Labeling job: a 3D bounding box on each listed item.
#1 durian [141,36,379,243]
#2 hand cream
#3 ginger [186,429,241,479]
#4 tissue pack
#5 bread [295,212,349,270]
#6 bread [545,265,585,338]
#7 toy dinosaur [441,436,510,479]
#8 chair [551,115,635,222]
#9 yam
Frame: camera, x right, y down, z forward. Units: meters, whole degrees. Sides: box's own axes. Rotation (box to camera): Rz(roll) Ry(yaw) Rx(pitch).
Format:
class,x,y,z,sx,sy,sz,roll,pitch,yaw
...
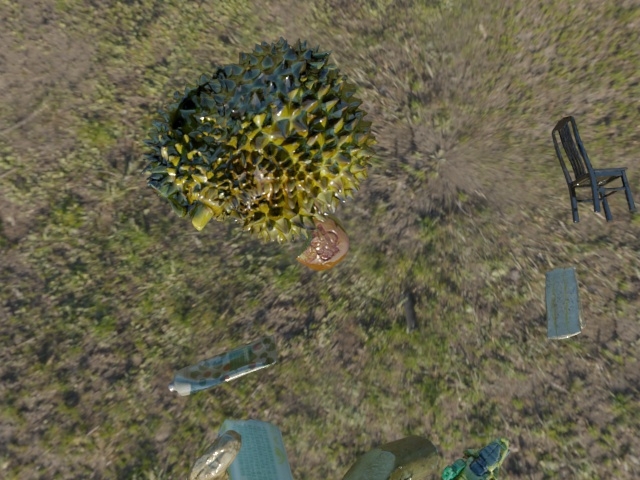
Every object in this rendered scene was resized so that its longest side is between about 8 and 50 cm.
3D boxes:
class,x,y,z,sx,sy,sz,roll,pitch,yaw
durian,-0.079,-0.125,0.934,0.292,0.258,0.258,-27,91,-6
hand cream,-0.139,0.180,1.042,0.165,0.057,0.037,-22,126,7
ginger,-0.147,0.311,0.992,0.051,0.069,0.173,54,146,15
tissue pack,-0.157,0.606,1.498,0.162,0.388,0.287,15,122,-28
bread,0.010,0.000,1.887,0.125,0.086,0.156,13,115,-6
bread,0.552,0.140,1.689,0.077,0.105,0.152,-14,88,30
toy dinosaur,0.295,0.506,1.512,0.094,0.153,0.259,45,129,30
chair,0.547,-0.148,1.487,0.101,0.084,0.213,-3,74,-21
yam,0.140,0.494,1.583,0.106,0.259,0.106,4,95,43
